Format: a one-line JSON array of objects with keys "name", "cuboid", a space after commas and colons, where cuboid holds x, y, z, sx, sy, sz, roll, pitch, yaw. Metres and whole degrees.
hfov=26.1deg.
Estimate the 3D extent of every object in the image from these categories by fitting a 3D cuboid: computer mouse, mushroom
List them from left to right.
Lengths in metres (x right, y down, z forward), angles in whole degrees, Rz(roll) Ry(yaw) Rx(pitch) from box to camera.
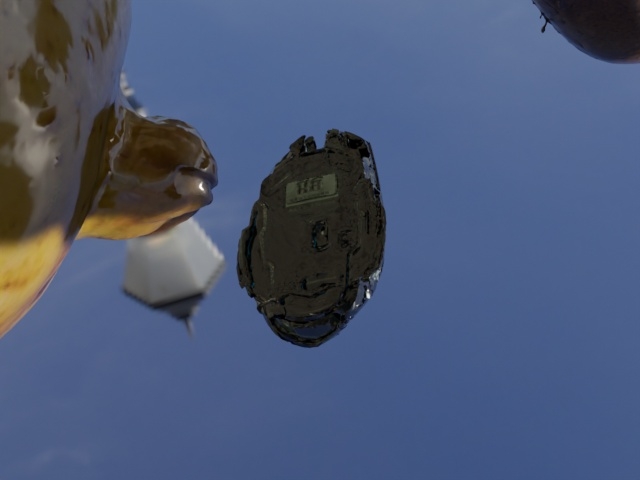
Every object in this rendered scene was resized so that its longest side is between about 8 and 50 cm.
[{"name": "computer mouse", "cuboid": [0.000, 0.000, 1.261, 0.146, 0.077, 0.241, -10, -125, 17]}, {"name": "mushroom", "cuboid": [0.268, -0.307, 1.378, 0.163, 0.297, 0.278, -35, 160, 36]}]

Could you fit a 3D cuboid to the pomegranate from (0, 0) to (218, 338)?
[{"name": "pomegranate", "cuboid": [-0.244, -0.084, 0.681, 0.410, 0.410, 0.410, -10, -151, 6]}]
